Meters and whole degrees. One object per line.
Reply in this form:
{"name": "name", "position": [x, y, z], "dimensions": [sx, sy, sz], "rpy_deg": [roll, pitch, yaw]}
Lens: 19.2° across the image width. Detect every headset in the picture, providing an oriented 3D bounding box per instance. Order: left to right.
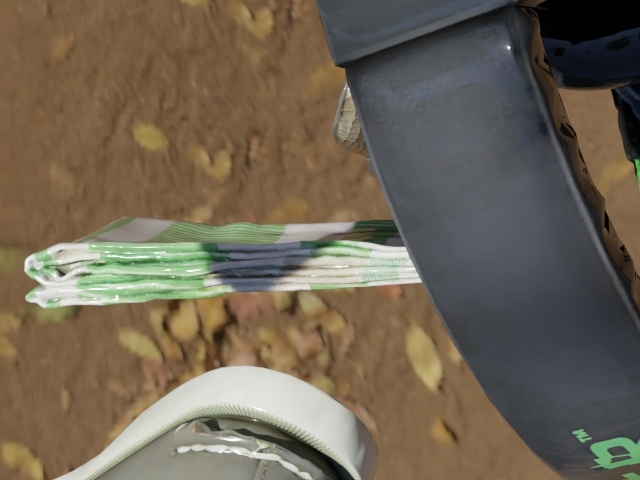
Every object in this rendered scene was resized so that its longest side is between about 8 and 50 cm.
{"name": "headset", "position": [0.037, -0.116, 0.567], "dimensions": [0.185, 0.243, 0.394], "rpy_deg": [-16, 78, 25]}

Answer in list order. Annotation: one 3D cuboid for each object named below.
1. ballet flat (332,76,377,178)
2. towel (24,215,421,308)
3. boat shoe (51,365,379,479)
{"name": "ballet flat", "position": [0.058, -0.086, 1.452], "dimensions": [0.058, 0.250, 0.084], "rpy_deg": [23, 82, 15]}
{"name": "towel", "position": [0.000, 0.000, 1.199], "dimensions": [0.325, 0.248, 0.038], "rpy_deg": [-4, 95, 9]}
{"name": "boat shoe", "position": [-0.087, 0.155, 0.769], "dimensions": [0.109, 0.091, 0.305], "rpy_deg": [33, 138, -14]}
